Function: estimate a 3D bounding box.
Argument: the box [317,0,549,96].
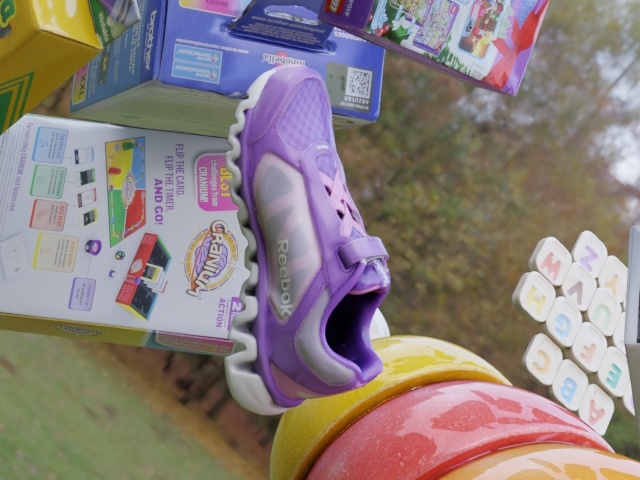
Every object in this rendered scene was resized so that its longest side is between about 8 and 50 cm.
[{"bbox_3d":[0.125,-0.277,1.036,0.057,0.293,0.201,23,6,43],"label":"box"}]

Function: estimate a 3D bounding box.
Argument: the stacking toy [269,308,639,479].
[{"bbox_3d":[0.078,0.193,1.014,0.350,0.350,0.480,47,5,-42],"label":"stacking toy"}]

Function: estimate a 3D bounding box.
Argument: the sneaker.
[{"bbox_3d":[0.000,0.000,0.888,0.104,0.236,0.095,-1,-1,37],"label":"sneaker"}]

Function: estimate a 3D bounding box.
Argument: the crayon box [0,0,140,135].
[{"bbox_3d":[-0.330,-0.224,1.318,0.083,0.323,0.203,13,54,-49],"label":"crayon box"}]

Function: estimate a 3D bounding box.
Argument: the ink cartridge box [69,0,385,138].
[{"bbox_3d":[-0.101,-0.211,1.543,0.270,0.151,0.395,7,-3,-25],"label":"ink cartridge box"}]

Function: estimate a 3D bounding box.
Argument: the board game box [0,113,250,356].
[{"bbox_3d":[-0.217,-0.007,1.480,0.316,0.242,0.064,7,-20,1],"label":"board game box"}]

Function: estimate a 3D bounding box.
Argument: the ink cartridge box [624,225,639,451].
[{"bbox_3d":[0.392,0.148,1.528,0.065,0.165,0.333,-1,-39,16],"label":"ink cartridge box"}]

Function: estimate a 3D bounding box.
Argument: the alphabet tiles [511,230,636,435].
[{"bbox_3d":[0.399,0.130,1.944,0.284,0.278,0.021,43,-36,-15],"label":"alphabet tiles"}]
